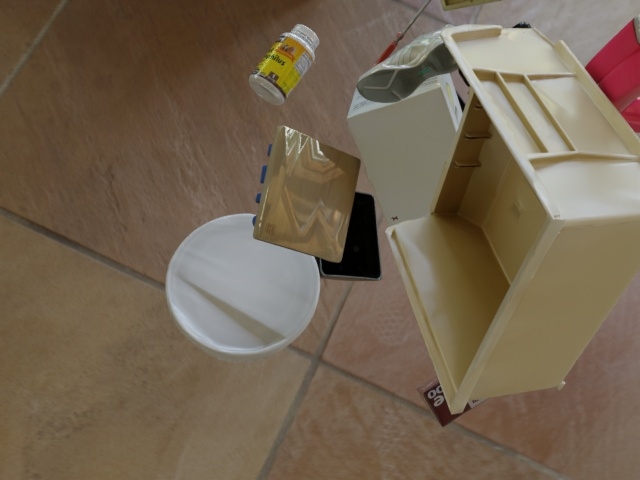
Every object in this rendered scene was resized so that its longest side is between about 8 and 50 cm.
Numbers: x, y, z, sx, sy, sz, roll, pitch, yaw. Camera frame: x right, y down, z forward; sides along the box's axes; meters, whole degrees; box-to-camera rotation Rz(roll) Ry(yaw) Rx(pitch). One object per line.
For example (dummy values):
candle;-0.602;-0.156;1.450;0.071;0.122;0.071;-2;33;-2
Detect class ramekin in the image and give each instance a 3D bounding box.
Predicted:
ramekin;-0.141;0.098;1.298;0.272;0.127;0.273;3;64;-7

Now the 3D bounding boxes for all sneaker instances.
sneaker;0.117;-0.225;0.917;0.152;0.054;0.061;-21;40;20

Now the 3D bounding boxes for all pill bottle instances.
pill bottle;-0.096;-0.491;1.987;0.117;0.117;0.215;33;79;6

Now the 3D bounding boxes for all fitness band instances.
fitness band;0.346;-0.152;0.630;0.208;0.291;0.054;-7;82;-2

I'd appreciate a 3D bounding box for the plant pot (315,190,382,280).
plant pot;0.000;0.000;1.506;0.188;0.167;0.188;8;73;-47

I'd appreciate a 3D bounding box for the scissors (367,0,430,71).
scissors;0.177;-0.470;1.679;0.021;0.109;0.297;36;117;-5

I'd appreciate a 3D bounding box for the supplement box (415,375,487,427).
supplement box;0.256;0.280;1.353;0.130;0.239;0.073;-32;80;-1

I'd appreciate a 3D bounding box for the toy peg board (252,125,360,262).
toy peg board;-0.036;-0.064;1.049;0.160;0.079;0.161;17;81;-41

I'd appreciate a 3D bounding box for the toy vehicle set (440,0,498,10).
toy vehicle set;0.205;-0.453;0.955;0.035;0.166;0.267;-39;120;-33

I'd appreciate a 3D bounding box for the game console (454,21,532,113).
game console;0.380;-0.406;1.797;0.361;0.213;0.044;-33;63;16

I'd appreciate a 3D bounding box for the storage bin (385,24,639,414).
storage bin;0.169;-0.025;0.674;0.123;0.262;0.260;-5;48;-13

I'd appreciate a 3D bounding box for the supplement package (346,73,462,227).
supplement package;0.151;-0.166;1.138;0.149;0.203;0.194;-16;116;17
